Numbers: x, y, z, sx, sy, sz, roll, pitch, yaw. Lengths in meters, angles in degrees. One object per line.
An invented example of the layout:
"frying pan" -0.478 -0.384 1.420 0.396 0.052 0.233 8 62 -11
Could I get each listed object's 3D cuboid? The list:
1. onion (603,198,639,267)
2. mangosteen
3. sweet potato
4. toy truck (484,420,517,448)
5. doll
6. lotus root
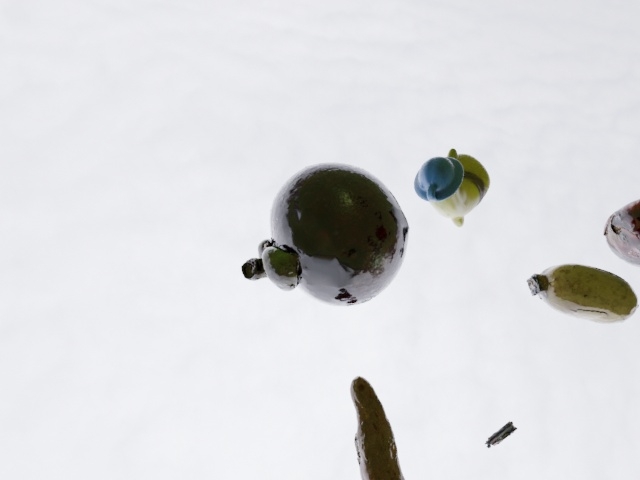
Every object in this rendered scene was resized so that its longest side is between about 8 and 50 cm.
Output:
"onion" 1.122 -0.011 1.422 0.195 0.272 0.272 -31 -108 -38
"mangosteen" 0.012 -0.002 0.583 0.217 0.216 0.215 5 -119 -10
"sweet potato" 0.128 0.482 0.915 0.096 0.106 0.354 -12 -117 -5
"toy truck" 0.423 0.459 0.974 0.032 0.083 0.024 23 -155 -40
"doll" 0.327 -0.125 1.008 0.363 0.146 0.199 -17 -81 -56
"lotus root" 0.705 0.140 1.123 0.285 0.160 0.146 11 -124 0
